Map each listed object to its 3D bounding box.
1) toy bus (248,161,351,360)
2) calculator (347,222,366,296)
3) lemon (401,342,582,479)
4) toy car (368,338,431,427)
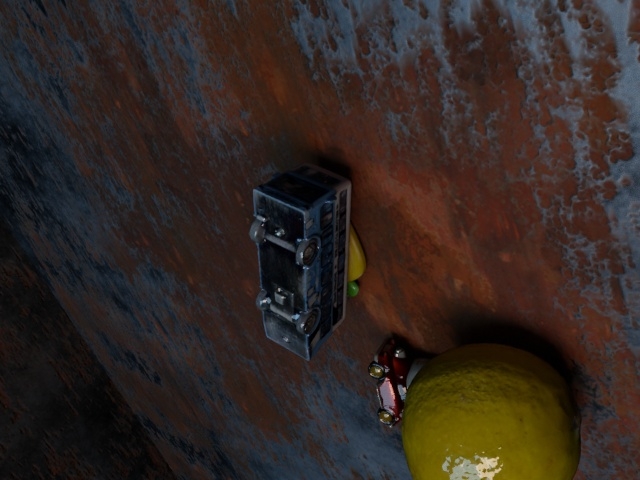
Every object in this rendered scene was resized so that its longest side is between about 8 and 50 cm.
[{"bbox_3d":[-0.025,0.036,0.951,0.106,0.131,0.297,25,135,27],"label":"toy bus"},{"bbox_3d":[0.000,0.000,1.027,0.146,0.032,0.235,-1,121,44],"label":"calculator"},{"bbox_3d":[0.246,0.259,0.873,0.219,0.240,0.240,-16,113,37],"label":"lemon"},{"bbox_3d":[0.151,0.233,1.054,0.112,0.112,0.139,-8,110,30],"label":"toy car"}]
